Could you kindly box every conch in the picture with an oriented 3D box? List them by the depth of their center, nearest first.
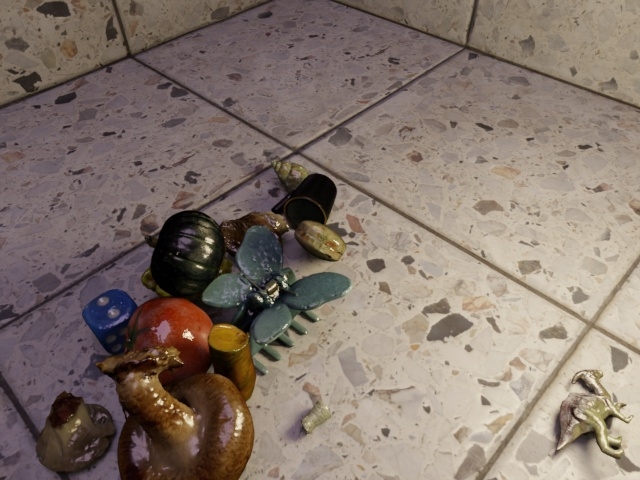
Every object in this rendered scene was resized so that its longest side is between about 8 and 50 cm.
[{"bbox_3d":[-0.103,-0.253,2.011,0.116,0.106,0.173,-30,65,-1],"label":"conch"}]

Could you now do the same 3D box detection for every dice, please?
[{"bbox_3d":[-0.616,0.242,1.518,0.143,0.146,0.146,-34,55,-25],"label":"dice"}]

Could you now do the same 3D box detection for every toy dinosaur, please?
[{"bbox_3d":[0.721,0.460,1.325,0.162,0.077,0.294,25,37,29],"label":"toy dinosaur"}]

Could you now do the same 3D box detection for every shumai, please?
[{"bbox_3d":[-0.645,0.486,1.305,0.201,0.120,0.201,-1,43,1],"label":"shumai"},{"bbox_3d":[-0.221,-0.009,1.767,0.218,0.183,0.185,-4,10,13],"label":"shumai"}]

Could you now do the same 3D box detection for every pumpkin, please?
[{"bbox_3d":[-0.382,0.029,1.398,0.216,0.250,0.249,22,45,-15],"label":"pumpkin"}]

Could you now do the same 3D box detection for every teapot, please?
[{"bbox_3d":[-0.019,0.474,1.346,0.083,0.057,0.067,-38,18,-25],"label":"teapot"}]

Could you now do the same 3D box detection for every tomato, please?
[{"bbox_3d":[-0.410,0.290,1.390,0.265,0.265,0.265,-1,46,1],"label":"tomato"}]

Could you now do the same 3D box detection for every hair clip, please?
[{"bbox_3d":[-0.139,0.195,1.486,0.392,0.238,0.318,29,54,26],"label":"hair clip"}]

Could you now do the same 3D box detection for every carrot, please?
[{"bbox_3d":[-0.229,0.325,1.319,0.114,0.301,0.114,2,47,-2],"label":"carrot"}]

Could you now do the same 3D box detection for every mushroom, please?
[{"bbox_3d":[-0.322,0.442,1.169,0.331,0.356,0.334,-7,53,-7],"label":"mushroom"}]

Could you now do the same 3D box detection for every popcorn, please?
[{"bbox_3d":[-0.415,0.087,1.609,0.250,0.235,0.241,5,70,34],"label":"popcorn"}]

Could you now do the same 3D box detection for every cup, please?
[{"bbox_3d":[-0.065,-0.154,1.872,0.239,0.166,0.177,14,45,13],"label":"cup"}]

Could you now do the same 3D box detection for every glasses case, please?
[{"bbox_3d":[0.000,0.000,1.591,0.156,0.425,0.098,33,91,0],"label":"glasses case"}]
